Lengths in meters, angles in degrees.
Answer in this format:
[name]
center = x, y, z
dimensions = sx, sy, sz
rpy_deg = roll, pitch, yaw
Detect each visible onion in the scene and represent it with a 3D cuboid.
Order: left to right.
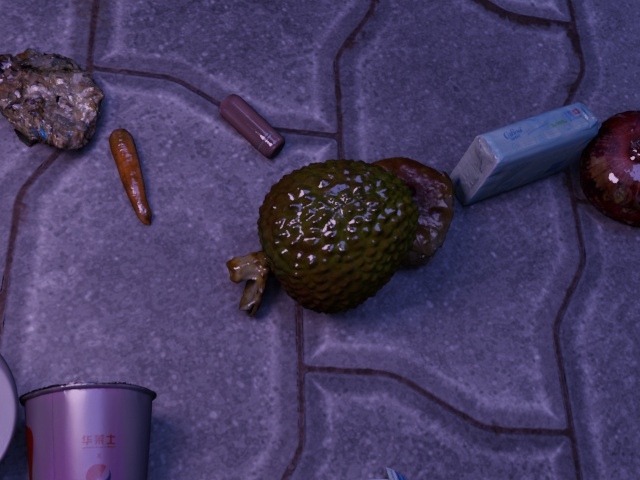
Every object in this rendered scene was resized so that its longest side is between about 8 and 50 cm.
[onion]
center = 0.644, -0.149, 1.834
dimensions = 0.247, 0.190, 0.246
rpy_deg = -1, 70, 2

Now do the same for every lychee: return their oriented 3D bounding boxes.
[lychee]
center = 0.011, -0.004, 1.526
dimensions = 0.270, 0.320, 0.269
rpy_deg = 16, 70, -51

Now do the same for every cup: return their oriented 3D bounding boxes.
[cup]
center = -0.329, 0.361, 1.288
dimensions = 0.203, 0.203, 0.288
rpy_deg = 0, 68, -16

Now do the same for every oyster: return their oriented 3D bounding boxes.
[oyster]
center = -0.490, -0.253, 1.628
dimensions = 0.198, 0.092, 0.259
rpy_deg = -2, 60, -21

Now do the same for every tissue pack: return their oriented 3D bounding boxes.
[tissue pack]
center = 0.394, -0.172, 1.781
dimensions = 0.263, 0.177, 0.089
rpy_deg = -18, 69, -24

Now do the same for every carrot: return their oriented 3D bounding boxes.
[carrot]
center = -0.334, -0.115, 1.620
dimensions = 0.047, 0.047, 0.191
rpy_deg = -14, 68, -22

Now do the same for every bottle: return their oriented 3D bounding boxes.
[bottle]
center = -0.130, -0.217, 1.728
dimensions = 0.140, 0.053, 0.053
rpy_deg = 44, 59, 11

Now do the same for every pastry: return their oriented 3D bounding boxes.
[pastry]
center = 0.153, -0.057, 1.693
dimensions = 0.229, 0.100, 0.218
rpy_deg = -27, 72, -25

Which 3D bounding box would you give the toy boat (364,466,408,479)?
[toy boat]
center = 0.084, 0.412, 1.463
dimensions = 0.149, 0.034, 0.105
rpy_deg = 15, 61, 7

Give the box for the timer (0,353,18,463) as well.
[timer]
center = -0.586, 0.232, 1.266
dimensions = 0.285, 0.285, 0.285
rpy_deg = 7, 60, -12
